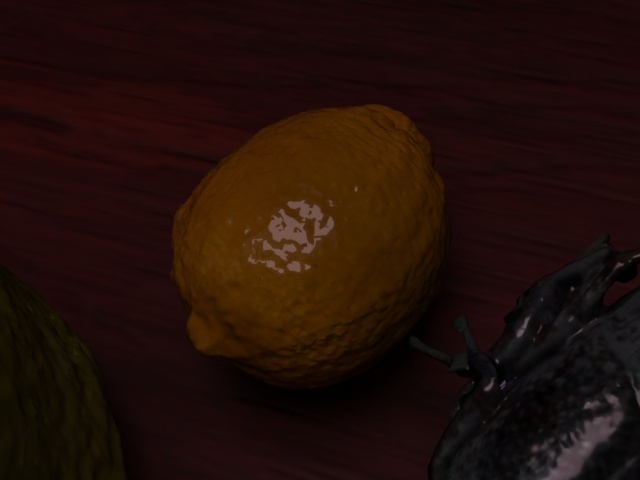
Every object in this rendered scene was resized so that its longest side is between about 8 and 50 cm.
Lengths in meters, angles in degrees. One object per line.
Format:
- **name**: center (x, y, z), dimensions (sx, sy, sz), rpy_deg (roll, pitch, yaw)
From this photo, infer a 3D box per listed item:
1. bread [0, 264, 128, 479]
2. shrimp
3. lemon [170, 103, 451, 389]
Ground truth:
- **bread**: center (-0.281, 0.094, 0.583), dimensions (0.348, 0.307, 0.348), rpy_deg (-3, 55, 5)
- **shrimp**: center (0.127, 0.071, 0.616), dimensions (0.172, 0.137, 0.372), rpy_deg (37, 70, 12)
- **lemon**: center (0.000, 0.000, 0.696), dimensions (0.142, 0.142, 0.187), rpy_deg (26, 60, 26)
